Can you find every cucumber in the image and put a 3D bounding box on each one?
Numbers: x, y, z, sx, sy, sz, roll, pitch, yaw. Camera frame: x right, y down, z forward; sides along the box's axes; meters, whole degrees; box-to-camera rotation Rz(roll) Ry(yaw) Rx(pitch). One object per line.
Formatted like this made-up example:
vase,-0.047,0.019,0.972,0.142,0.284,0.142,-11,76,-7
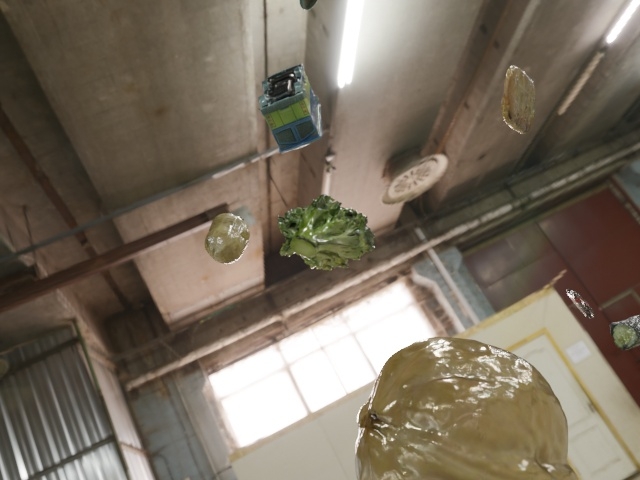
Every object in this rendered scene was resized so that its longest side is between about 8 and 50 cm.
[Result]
cucumber,0.433,0.104,0.758,0.163,0.039,0.043,-8,17,-24

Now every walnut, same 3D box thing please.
walnut,0.231,0.341,0.997,0.381,0.381,0.381,-25,-21,-10

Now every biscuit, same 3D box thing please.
biscuit,0.415,-0.291,1.262,0.029,0.118,0.247,5,4,29

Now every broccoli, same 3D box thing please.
broccoli,0.000,0.000,1.818,0.288,0.248,0.245,-22,12,37

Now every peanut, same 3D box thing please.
peanut,-0.275,-0.006,1.802,0.129,0.129,0.224,-35,23,15

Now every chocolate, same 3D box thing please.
chocolate,0.704,0.167,1.633,0.028,0.086,0.182,-38,-13,13

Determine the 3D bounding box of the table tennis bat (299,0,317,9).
table tennis bat,-0.024,-0.735,1.681,0.124,0.033,0.201,-57,-12,-23

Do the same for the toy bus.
toy bus,-0.094,-0.437,1.963,0.152,0.312,0.190,-20,-58,11
